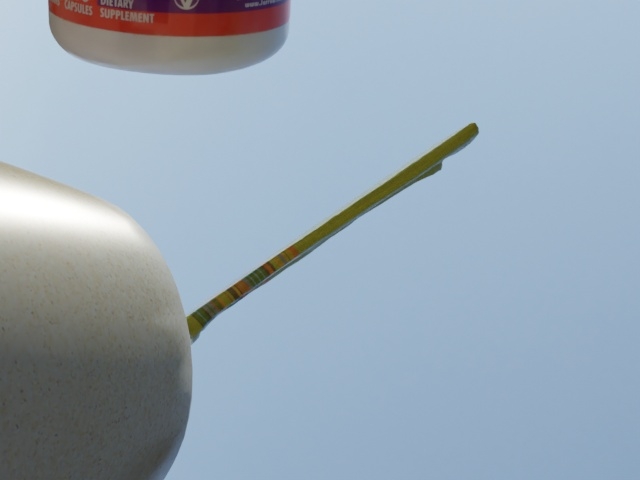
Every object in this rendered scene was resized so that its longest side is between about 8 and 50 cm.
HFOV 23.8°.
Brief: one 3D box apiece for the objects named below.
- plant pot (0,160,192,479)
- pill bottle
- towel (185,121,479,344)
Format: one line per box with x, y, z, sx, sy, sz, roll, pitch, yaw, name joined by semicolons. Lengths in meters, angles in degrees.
-0.186;0.057;0.515;0.256;0.274;0.256;5;-82;45;plant pot
-0.106;-0.291;1.089;0.181;0.181;0.323;-138;-134;-61;pill bottle
0.000;0.000;1.003;0.021;0.237;0.102;56;-15;-3;towel
